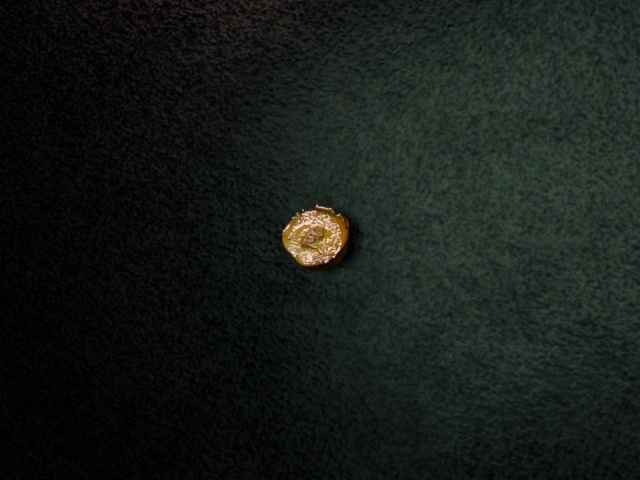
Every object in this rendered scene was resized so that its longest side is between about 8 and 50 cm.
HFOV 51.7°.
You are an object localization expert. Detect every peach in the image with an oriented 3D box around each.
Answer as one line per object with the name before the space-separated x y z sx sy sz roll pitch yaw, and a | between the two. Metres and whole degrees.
peach | -0.001 0.001 0.931 0.098 0.061 0.098 -6 65 13
